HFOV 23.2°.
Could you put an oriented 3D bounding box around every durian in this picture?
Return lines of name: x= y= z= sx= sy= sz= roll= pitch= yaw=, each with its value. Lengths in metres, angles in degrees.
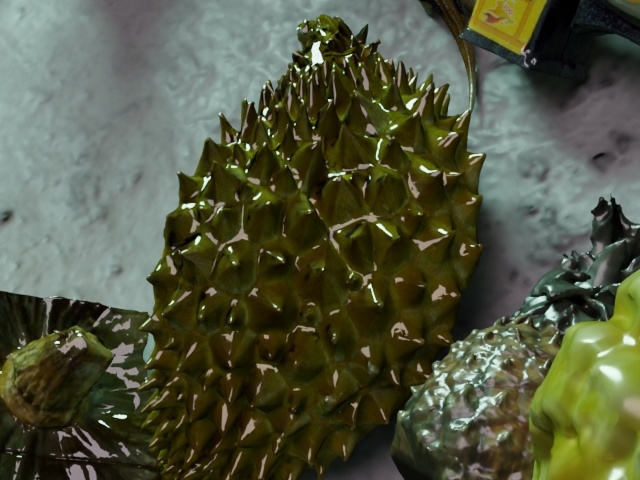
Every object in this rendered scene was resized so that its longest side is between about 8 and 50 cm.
durian: x=0.000 y=0.000 z=0.882 sx=0.172 sy=0.166 sz=0.306 roll=12 pitch=71 yaw=-1

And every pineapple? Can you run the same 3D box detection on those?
pineapple: x=0.120 y=0.065 z=0.801 sx=0.108 sy=0.108 sz=0.198 roll=21 pitch=62 yaw=34

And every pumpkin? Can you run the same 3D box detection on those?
pumpkin: x=-0.223 y=0.090 z=0.934 sx=0.248 sy=0.126 sz=0.131 roll=-8 pitch=61 yaw=22

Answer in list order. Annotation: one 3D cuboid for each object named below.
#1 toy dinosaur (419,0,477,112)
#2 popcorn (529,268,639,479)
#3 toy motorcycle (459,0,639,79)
toy dinosaur: x=0.073 y=-0.160 z=0.985 sx=0.037 sy=0.058 sz=0.180 roll=-36 pitch=71 yaw=21
popcorn: x=0.192 y=0.135 z=0.634 sx=0.258 sy=0.224 sz=0.270 roll=-40 pitch=92 yaw=4
toy motorcycle: x=0.209 y=-0.123 z=0.842 sx=0.263 sy=0.091 sz=0.157 roll=35 pitch=113 yaw=38
